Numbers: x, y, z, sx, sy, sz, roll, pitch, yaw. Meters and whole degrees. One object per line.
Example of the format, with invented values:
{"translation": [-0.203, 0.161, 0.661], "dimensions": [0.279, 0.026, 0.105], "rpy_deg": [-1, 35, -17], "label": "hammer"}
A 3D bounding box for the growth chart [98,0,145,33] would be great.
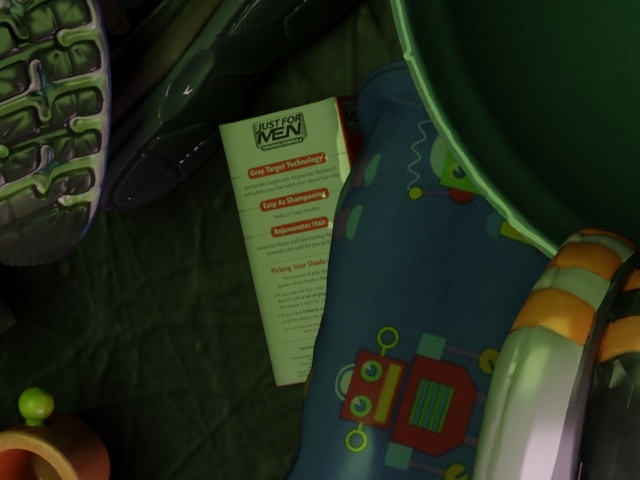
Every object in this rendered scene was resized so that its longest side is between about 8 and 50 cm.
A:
{"translation": [-0.143, -0.200, 0.775], "dimensions": [0.237, 0.021, 0.172], "rpy_deg": [-40, 80, 24], "label": "growth chart"}

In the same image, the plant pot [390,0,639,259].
{"translation": [0.196, -0.125, 0.529], "dimensions": [0.293, 0.196, 0.293], "rpy_deg": [6, 103, 25], "label": "plant pot"}

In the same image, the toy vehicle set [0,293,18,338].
{"translation": [-0.323, -0.003, 0.871], "dimensions": [0.166, 0.035, 0.267], "rpy_deg": [-41, 79, 23], "label": "toy vehicle set"}

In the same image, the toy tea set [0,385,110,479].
{"translation": [-0.207, 0.164, 0.764], "dimensions": [0.200, 0.124, 0.336], "rpy_deg": [-31, 93, 23], "label": "toy tea set"}

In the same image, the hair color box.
{"translation": [0.000, 0.000, 0.720], "dimensions": [0.072, 0.043, 0.141], "rpy_deg": [-11, 93, 25], "label": "hair color box"}

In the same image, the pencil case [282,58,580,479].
{"translation": [0.040, 0.075, 0.626], "dimensions": [0.119, 0.133, 0.306], "rpy_deg": [15, 81, 3], "label": "pencil case"}

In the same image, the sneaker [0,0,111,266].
{"translation": [-0.162, -0.152, 0.701], "dimensions": [0.129, 0.147, 0.330], "rpy_deg": [-8, 93, 11], "label": "sneaker"}

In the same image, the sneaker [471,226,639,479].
{"translation": [0.145, 0.151, 0.494], "dimensions": [0.180, 0.125, 0.321], "rpy_deg": [20, 139, 22], "label": "sneaker"}

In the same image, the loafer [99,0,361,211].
{"translation": [-0.049, -0.126, 0.703], "dimensions": [0.267, 0.096, 0.084], "rpy_deg": [-44, 72, 25], "label": "loafer"}
